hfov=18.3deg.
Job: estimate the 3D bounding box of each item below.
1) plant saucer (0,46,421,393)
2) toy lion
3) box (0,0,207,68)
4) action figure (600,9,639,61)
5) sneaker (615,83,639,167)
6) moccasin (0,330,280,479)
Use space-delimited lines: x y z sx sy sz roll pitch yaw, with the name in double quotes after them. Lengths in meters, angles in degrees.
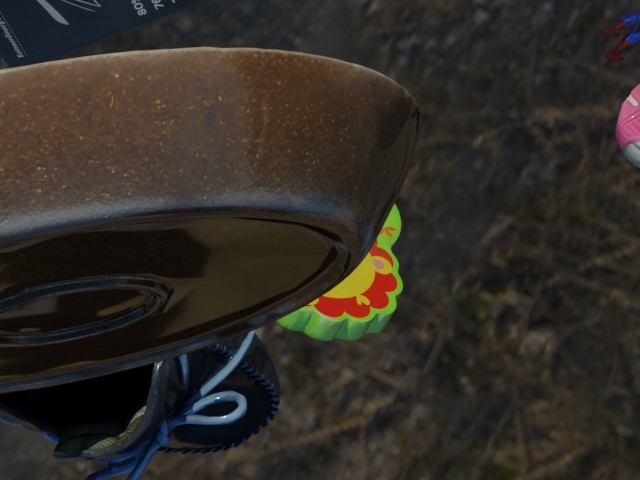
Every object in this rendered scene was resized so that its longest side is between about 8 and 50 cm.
-0.057 0.004 0.431 0.168 0.168 0.029 -21 74 28 "plant saucer"
0.000 0.000 0.858 0.096 0.100 0.034 43 131 17 "toy lion"
-0.211 -0.261 1.727 0.207 0.108 0.153 -18 127 12 "box"
0.291 -0.196 1.733 0.030 0.115 0.038 8 128 45 "action figure"
0.323 -0.055 1.390 0.252 0.103 0.111 4 136 -12 "sneaker"
-0.139 0.086 1.156 0.138 0.342 0.117 -49 52 17 "moccasin"
